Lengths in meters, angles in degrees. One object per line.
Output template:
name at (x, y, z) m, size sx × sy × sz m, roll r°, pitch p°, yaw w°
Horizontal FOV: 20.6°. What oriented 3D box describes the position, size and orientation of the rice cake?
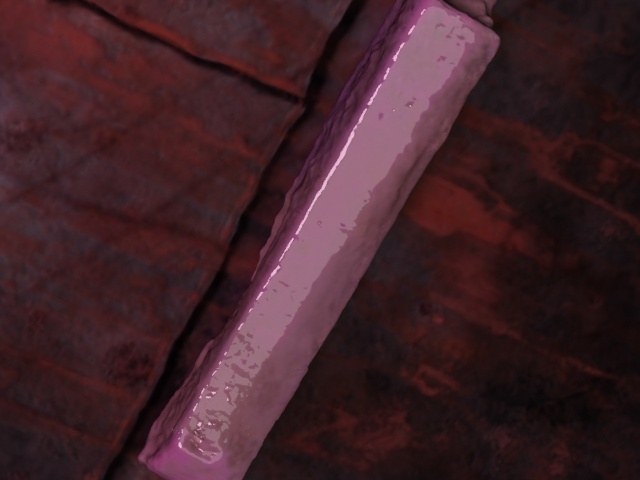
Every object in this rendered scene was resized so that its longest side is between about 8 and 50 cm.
rice cake at (0.000, 0.001, 1.165) m, size 0.070 × 0.064 × 0.399 m, roll 27°, pitch 99°, yaw -19°
